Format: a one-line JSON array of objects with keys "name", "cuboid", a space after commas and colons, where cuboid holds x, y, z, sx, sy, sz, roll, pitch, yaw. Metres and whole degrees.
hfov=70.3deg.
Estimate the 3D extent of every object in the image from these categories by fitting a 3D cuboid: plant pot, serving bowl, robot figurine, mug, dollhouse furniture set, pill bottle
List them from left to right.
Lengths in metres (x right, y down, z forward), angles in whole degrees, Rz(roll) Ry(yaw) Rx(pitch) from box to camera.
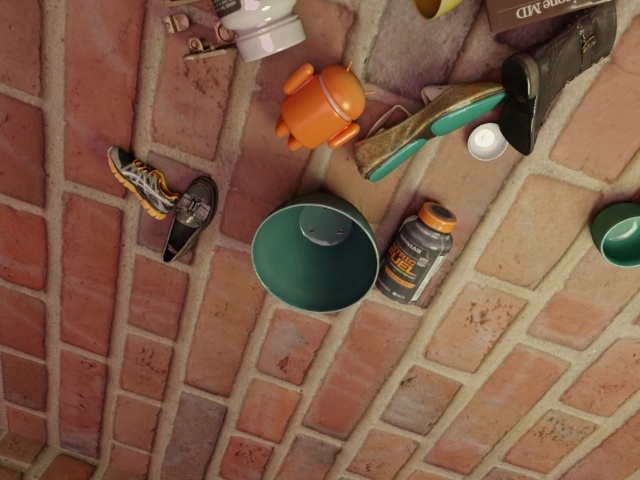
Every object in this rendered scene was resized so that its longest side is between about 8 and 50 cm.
[{"name": "dollhouse furniture set", "cuboid": [-0.258, -0.452, 0.915, 0.143, 0.123, 0.151, -5, 119, 13]}, {"name": "pill bottle", "cuboid": [-0.138, -0.497, 0.845, 0.161, 0.161, 0.284, -13, 118, 17]}, {"name": "plant pot", "cuboid": [0.000, 0.000, 1.094, 0.289, 0.195, 0.291, 5, 121, 8]}, {"name": "robot figurine", "cuboid": [0.005, -0.282, 0.969, 0.219, 0.128, 0.158, -31, 83, 26]}, {"name": "pill bottle", "cuboid": [0.235, 0.029, 1.108, 0.130, 0.130, 0.246, 22, 121, -3]}, {"name": "plant pot", "cuboid": [0.231, -0.481, 0.820, 0.095, 0.134, 0.134, -17, 118, -7]}, {"name": "serving bowl", "cuboid": [0.366, -0.220, 0.997, 0.083, 0.027, 0.084, 5, 121, 8]}, {"name": "mug", "cuboid": [0.694, -0.023, 1.014, 0.157, 0.097, 0.130, -20, 115, 20]}]

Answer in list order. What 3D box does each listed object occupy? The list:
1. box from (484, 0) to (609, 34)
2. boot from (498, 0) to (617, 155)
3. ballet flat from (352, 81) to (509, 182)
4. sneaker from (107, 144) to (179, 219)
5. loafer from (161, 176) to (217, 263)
[{"name": "box", "cuboid": [0.328, -0.550, 0.696, 0.190, 0.143, 0.382, -5, 130, 32]}, {"name": "boot", "cuboid": [0.460, -0.307, 0.866, 0.228, 0.091, 0.263, -34, 142, -5]}, {"name": "ballet flat", "cuboid": [0.215, -0.256, 0.964, 0.348, 0.123, 0.123, -31, 111, 23]}, {"name": "sneaker", "cuboid": [-0.448, -0.158, 1.157, 0.083, 0.084, 0.215, -33, 114, 11]}, {"name": "loafer", "cuboid": [-0.349, -0.042, 1.197, 0.096, 0.084, 0.268, 29, 121, -7]}]
